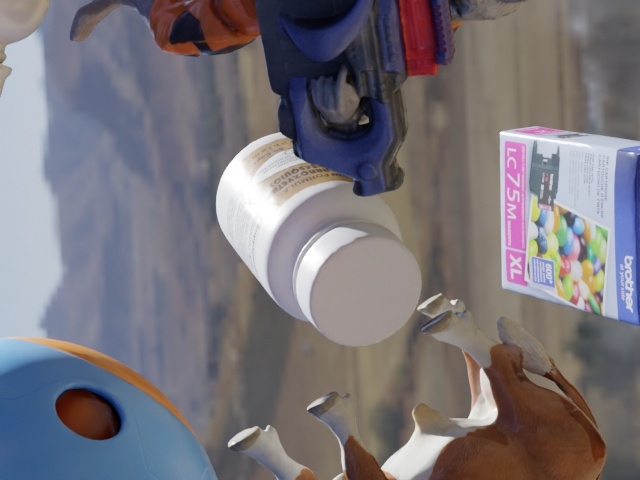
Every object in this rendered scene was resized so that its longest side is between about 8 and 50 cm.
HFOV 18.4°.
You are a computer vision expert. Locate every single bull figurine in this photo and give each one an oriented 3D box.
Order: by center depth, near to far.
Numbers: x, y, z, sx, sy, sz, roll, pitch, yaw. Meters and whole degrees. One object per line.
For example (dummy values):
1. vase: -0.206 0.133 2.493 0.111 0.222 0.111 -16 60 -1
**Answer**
1. bull figurine: 0.059 0.166 1.254 0.101 0.310 0.188 -22 100 51

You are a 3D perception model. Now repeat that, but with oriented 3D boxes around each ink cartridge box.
1. ink cartridge box: 0.299 -0.016 2.115 0.311 0.065 0.186 14 109 58

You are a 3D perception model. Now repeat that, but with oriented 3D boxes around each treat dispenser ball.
1. treat dispenser ball: -0.207 0.210 1.364 0.288 0.288 0.288 177 90 -84

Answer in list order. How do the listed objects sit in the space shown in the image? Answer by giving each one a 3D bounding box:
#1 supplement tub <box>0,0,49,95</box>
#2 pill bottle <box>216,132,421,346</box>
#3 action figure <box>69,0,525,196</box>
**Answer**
1. supplement tub: -0.310 -0.294 1.561 0.241 0.241 0.331 -155 81 -83
2. pill bottle: 0.000 0.000 1.749 0.229 0.131 0.131 -131 36 -59
3. action figure: -0.018 -0.216 1.227 0.178 0.330 0.341 -57 -25 -45
